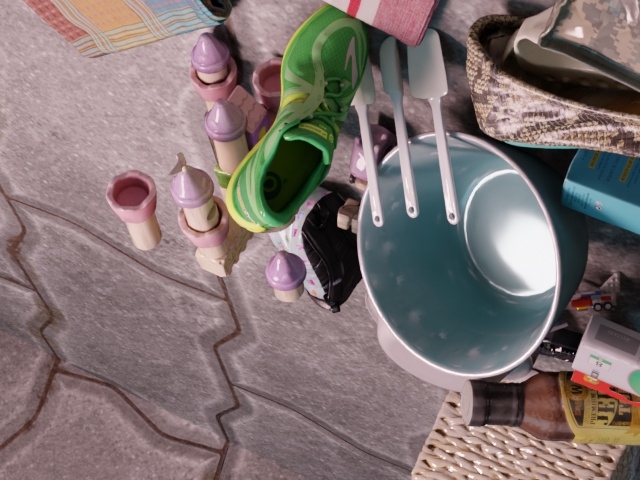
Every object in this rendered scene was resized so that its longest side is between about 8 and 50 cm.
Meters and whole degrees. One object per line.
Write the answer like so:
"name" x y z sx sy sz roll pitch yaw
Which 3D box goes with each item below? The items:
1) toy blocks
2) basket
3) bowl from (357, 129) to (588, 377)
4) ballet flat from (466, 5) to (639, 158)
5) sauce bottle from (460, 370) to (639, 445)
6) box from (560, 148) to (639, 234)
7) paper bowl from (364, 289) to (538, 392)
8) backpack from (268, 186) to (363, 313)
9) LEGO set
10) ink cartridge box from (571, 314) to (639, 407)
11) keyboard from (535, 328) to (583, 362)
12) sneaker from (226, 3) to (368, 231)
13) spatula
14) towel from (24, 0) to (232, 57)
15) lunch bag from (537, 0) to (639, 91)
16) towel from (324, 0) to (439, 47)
"toy blocks" -0.088 -0.114 1.817 0.309 0.288 0.260 22 153 17
"basket" 0.355 0.404 2.422 0.328 0.266 0.331 20 154 19
"bowl" 0.215 0.003 1.784 0.312 0.163 0.311 14 111 40
"ballet flat" 0.346 -0.160 1.424 0.483 0.164 0.182 13 144 38
"sauce bottle" 0.385 0.251 2.101 0.345 0.111 0.111 2 158 -9
"box" 0.411 -0.051 1.627 0.244 0.100 0.060 21 155 14
"paper bowl" 0.202 0.132 2.175 0.284 0.148 0.284 22 156 10
"backpack" 0.000 0.000 2.138 0.115 0.152 0.182 13 147 40
"LEGO set" 0.294 0.084 1.949 0.182 0.060 0.244 1 -171 43
"ink cartridge box" 0.421 0.195 1.862 0.181 0.056 0.224 22 154 13
"keyboard" 0.391 0.159 2.010 0.202 0.033 0.317 -4 167 37
"sneaker" -0.008 -0.140 1.676 0.109 0.295 0.123 24 179 -27
"spatula" 0.100 -0.134 1.722 0.168 0.019 0.242 0 103 42
"towel" -0.307 -0.353 1.868 0.271 0.040 0.370 42 153 -28
"lunch bag" 0.364 -0.221 1.161 0.287 0.235 0.169 25 151 8
"towel" -0.010 -0.350 1.559 0.329 0.037 0.237 29 159 3
